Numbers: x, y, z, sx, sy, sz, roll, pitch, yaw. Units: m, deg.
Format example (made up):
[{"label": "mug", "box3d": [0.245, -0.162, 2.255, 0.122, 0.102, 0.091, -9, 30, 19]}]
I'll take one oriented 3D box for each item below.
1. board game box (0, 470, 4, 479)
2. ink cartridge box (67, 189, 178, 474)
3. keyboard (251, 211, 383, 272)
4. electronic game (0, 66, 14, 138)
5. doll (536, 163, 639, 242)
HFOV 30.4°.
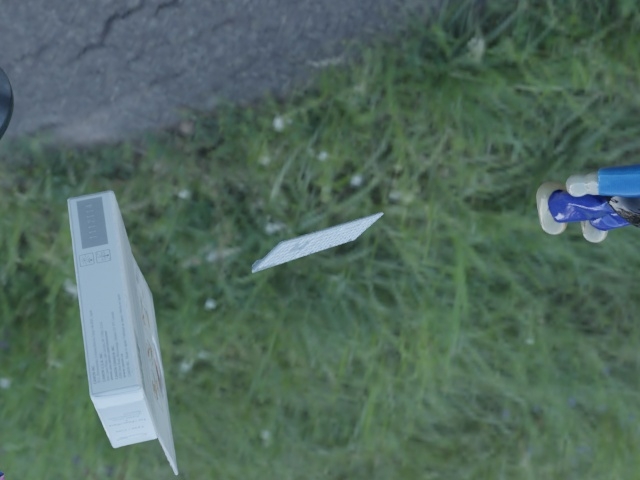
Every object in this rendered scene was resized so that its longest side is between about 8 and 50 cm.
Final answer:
[{"label": "board game box", "box3d": [-0.327, 0.263, 1.068, 0.020, 0.090, 0.090, 25, 122, 20]}, {"label": "ink cartridge box", "box3d": [-0.254, 0.128, 1.518, 0.066, 0.296, 0.261, -12, 146, -4]}, {"label": "keyboard", "box3d": [0.000, 0.000, 1.675, 0.072, 0.256, 0.014, -36, 79, 35]}, {"label": "electronic game", "box3d": [-0.443, -0.128, 1.266, 0.229, 0.229, 0.048, 6, 142, 14]}, {"label": "doll", "box3d": [0.220, -0.032, 0.795, 0.129, 0.046, 0.189, 10, 169, -22]}]
